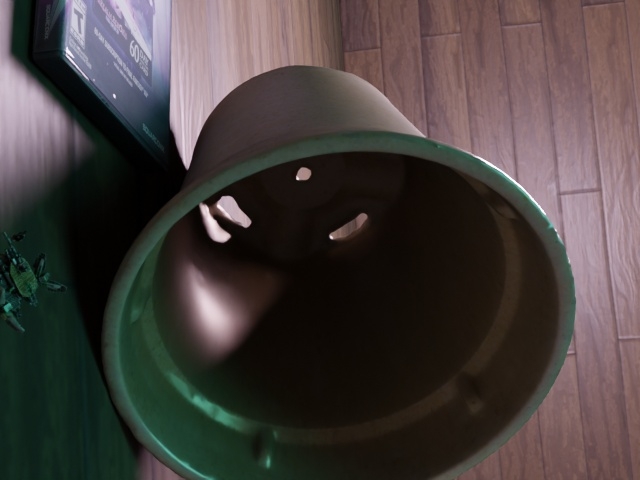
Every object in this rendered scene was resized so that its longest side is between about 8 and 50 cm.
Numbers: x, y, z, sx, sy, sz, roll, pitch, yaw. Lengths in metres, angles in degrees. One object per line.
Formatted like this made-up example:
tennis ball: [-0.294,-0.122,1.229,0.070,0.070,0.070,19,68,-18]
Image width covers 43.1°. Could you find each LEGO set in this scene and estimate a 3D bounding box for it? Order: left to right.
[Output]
LEGO set: [-0.168,0.018,0.424,0.083,0.023,0.054,54,27,-49]

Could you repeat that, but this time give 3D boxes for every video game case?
video game case: [-0.156,-0.213,0.621,0.196,0.026,0.274,61,26,-71]

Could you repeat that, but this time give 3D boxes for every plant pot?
plant pot: [0.000,0.000,0.697,0.305,0.334,0.333,-102,-178,-58]
